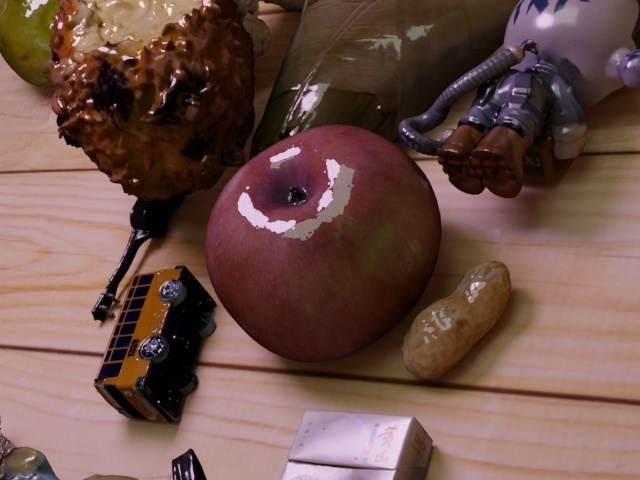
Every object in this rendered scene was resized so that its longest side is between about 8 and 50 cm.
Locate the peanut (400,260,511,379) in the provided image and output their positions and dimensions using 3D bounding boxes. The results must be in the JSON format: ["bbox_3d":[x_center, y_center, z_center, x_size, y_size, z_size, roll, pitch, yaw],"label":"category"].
[{"bbox_3d":[0.164,0.092,1.386,0.174,0.080,0.080,-46,43,-11],"label":"peanut"}]

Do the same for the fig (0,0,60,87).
[{"bbox_3d":[-0.501,-0.379,2.191,0.233,0.233,0.314,-61,5,-26],"label":"fig"}]

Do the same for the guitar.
[{"bbox_3d":[-0.277,0.003,1.760,0.038,0.084,0.271,4,60,32],"label":"guitar"}]

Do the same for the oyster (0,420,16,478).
[{"bbox_3d":[-0.449,0.321,1.584,0.105,0.056,0.177,-43,41,8],"label":"oyster"}]

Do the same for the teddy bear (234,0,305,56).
[{"bbox_3d":[-0.087,-0.370,1.881,0.375,0.327,0.362,11,99,9],"label":"teddy bear"}]

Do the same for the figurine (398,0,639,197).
[{"bbox_3d":[0.301,-0.204,1.501,0.261,0.186,0.382,16,57,34],"label":"figurine"}]

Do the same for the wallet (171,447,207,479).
[{"bbox_3d":[-0.100,0.398,1.196,0.051,0.197,0.377,-14,42,-6],"label":"wallet"}]

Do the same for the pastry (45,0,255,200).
[{"bbox_3d":[-0.232,-0.224,1.637,0.292,0.337,0.405,-16,47,-3],"label":"pastry"}]

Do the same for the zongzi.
[{"bbox_3d":[0.080,-0.174,1.619,0.418,0.181,0.447,-2,54,31],"label":"zongzi"}]

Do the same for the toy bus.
[{"bbox_3d":[-0.226,0.142,1.573,0.114,0.098,0.201,-8,48,27],"label":"toy bus"}]

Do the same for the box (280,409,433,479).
[{"bbox_3d":[0.022,0.304,1.292,0.149,0.067,0.233,-1,51,31],"label":"box"}]

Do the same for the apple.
[{"bbox_3d":[0.000,0.000,1.451,0.306,0.235,0.305,-12,54,18],"label":"apple"}]

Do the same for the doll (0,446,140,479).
[{"bbox_3d":[-0.293,0.354,1.375,0.261,0.161,0.177,-2,29,33],"label":"doll"}]
